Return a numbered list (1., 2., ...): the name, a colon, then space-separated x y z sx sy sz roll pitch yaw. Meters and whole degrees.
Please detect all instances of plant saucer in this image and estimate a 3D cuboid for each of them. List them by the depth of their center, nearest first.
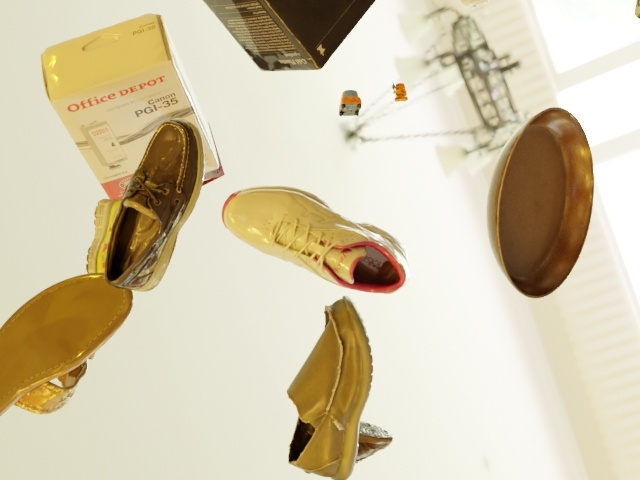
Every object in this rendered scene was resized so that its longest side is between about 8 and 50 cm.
1. plant saucer: 0.354 -0.061 1.562 0.310 0.050 0.311 -11 -75 -46

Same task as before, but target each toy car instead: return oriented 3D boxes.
1. toy car: 0.085 -0.232 1.568 0.060 0.122 0.040 46 -141 -72

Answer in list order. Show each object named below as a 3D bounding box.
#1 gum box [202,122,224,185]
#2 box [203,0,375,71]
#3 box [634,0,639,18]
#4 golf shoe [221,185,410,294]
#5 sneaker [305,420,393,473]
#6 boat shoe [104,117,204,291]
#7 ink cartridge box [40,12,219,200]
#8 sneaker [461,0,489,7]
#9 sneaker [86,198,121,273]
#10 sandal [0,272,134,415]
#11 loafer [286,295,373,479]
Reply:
1. gum box: -0.272 -0.152 1.894 0.062 0.188 0.107 -17 -91 -35
2. box: -0.044 -0.498 1.529 0.343 0.179 0.312 -53 -57 -18
3. box: 0.367 -0.283 0.701 0.087 0.290 0.169 27 -121 -12
4. golf shoe: 0.000 0.000 1.441 0.306 0.115 0.140 18 -169 -10
5. sneaker: 0.039 0.342 1.578 0.188 0.066 0.071 8 -76 -41
6. boat shoe: -0.139 -0.028 0.796 0.049 0.056 0.152 -2 -71 -69
7. ink cartridge box: -0.309 -0.211 1.587 0.283 0.207 0.117 71 180 -56
8. sneaker: 0.281 -0.376 1.309 0.292 0.169 0.108 8 -107 -44
9. sneaker: -0.278 0.019 1.382 0.081 0.094 0.208 74 -170 -56
10. sandal: -0.259 0.123 0.862 0.088 0.240 0.079 47 171 33
11. loafer: 0.006 0.186 1.161 0.094 0.087 0.251 -119 32 -65
